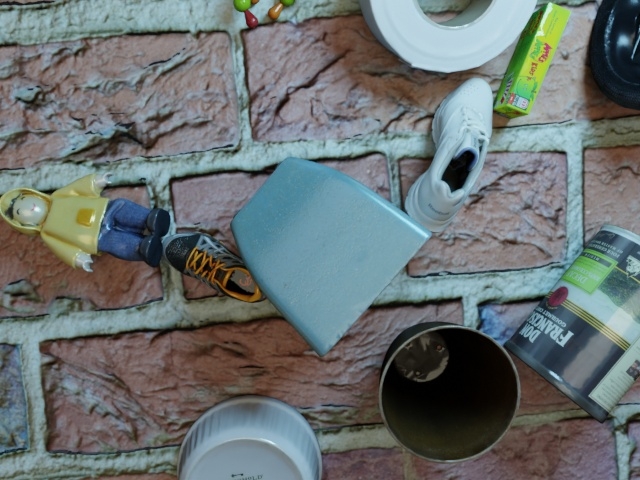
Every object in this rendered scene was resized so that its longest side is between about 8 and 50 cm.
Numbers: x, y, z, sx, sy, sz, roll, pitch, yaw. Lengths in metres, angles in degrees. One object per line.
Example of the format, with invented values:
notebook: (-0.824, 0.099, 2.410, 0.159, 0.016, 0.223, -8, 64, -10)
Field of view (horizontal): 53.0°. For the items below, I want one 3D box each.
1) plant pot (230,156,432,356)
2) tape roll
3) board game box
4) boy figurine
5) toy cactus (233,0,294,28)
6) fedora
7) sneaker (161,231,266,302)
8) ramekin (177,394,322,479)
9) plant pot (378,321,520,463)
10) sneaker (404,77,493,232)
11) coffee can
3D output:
plant pot: (0.000, 0.000, 1.055, 0.252, 0.248, 0.247, 42, 93, 3)
tape roll: (0.205, -0.421, 1.043, 0.287, 0.100, 0.286, -3, 114, -8)
board game box: (0.358, -0.304, 1.104, 0.043, 0.092, 0.181, 21, 94, -5)
boy figurine: (-0.403, -0.040, 1.093, 0.286, 0.092, 0.177, 14, 79, 5)
toy cactus: (-0.083, -0.481, 1.075, 0.219, 0.112, 0.180, -42, 86, 11)
fedora: (0.618, -0.353, 1.055, 0.153, 0.334, 0.333, 17, 96, -34)
sneaker: (-0.182, 0.047, 1.124, 0.215, 0.083, 0.084, 23, 96, -3)
ramekin: (-0.128, 0.426, 1.141, 0.273, 0.127, 0.272, 0, 96, -2)
plant pot: (0.190, 0.224, 1.081, 0.216, 0.230, 0.215, 0, 95, -3)
sneaker: (0.240, -0.155, 1.069, 0.111, 0.129, 0.297, 23, 67, -7)
coffee can: (0.481, 0.140, 1.099, 0.202, 0.201, 0.275, 38, 93, -5)
